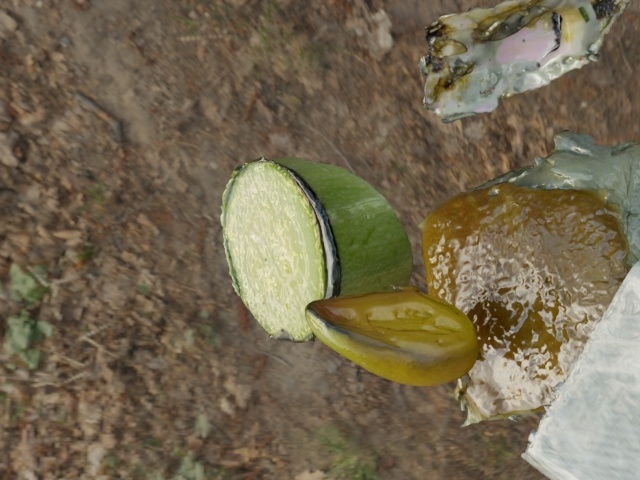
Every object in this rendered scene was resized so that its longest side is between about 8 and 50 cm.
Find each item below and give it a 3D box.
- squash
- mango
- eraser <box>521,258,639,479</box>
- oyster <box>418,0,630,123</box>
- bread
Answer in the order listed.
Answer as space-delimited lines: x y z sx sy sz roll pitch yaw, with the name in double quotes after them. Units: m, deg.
-0.014 -0.003 1.252 0.133 0.220 0.220 -25 69 -37 "squash"
0.069 0.088 1.018 0.066 0.187 0.101 -61 34 30 "mango"
0.258 0.144 0.348 0.404 0.096 0.098 35 111 26 "eraser"
0.302 -0.308 1.657 0.354 0.201 0.107 -20 42 10 "oyster"
0.251 0.034 1.147 0.250 0.225 0.279 -25 71 34 "bread"
